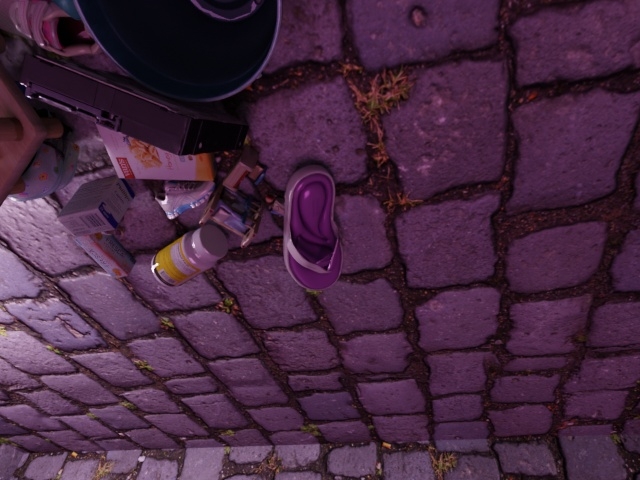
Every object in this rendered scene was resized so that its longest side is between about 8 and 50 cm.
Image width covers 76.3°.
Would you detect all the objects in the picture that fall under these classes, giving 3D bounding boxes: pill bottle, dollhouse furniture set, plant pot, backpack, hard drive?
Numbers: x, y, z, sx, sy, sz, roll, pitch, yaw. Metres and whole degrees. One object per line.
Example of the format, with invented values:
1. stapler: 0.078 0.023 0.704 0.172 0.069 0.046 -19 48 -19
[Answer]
1. pill bottle: -0.365 0.043 1.143 0.208 0.119 0.119 -27 126 28
2. dollhouse furniture set: -0.182 -0.100 0.979 0.129 0.129 0.183 30 129 -23
3. plant pot: -0.174 -0.390 0.607 0.271 0.255 0.272 3 132 3
4. backpack: -0.646 -0.177 0.906 0.165 0.189 0.144 -7 149 9
5. hard drive: -0.274 -0.220 0.694 0.236 0.339 0.064 21 105 -1
6. dollhouse furniture set: -0.609 -0.040 1.110 0.114 0.081 0.091 12 134 -7

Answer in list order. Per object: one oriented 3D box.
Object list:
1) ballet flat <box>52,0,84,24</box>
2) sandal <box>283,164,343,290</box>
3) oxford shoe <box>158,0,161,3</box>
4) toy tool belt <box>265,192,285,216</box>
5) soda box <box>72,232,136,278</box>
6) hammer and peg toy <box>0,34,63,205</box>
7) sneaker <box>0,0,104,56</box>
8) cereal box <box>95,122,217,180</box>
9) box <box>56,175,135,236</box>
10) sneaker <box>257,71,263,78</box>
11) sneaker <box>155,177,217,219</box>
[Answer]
1. ballet flat: -0.365 -0.386 0.674 0.083 0.087 0.247 -4 143 37
2. sandal: -0.014 0.006 1.050 0.169 0.102 0.417 -21 133 -12
3. oxford shoe: -0.291 -0.383 0.756 0.075 0.076 0.212 8 135 10
4. toy tool belt: -0.107 -0.082 1.046 0.083 0.052 0.051 20 124 -13
5. soda box: -0.628 0.029 1.191 0.058 0.063 0.183 -11 132 16
6. hammer and peg toy: -0.636 -0.264 0.712 0.265 0.127 0.361 -33 91 29
7. sneaker: -0.482 -0.396 0.730 0.252 0.111 0.103 6 134 -1
8. cereal box: -0.372 -0.221 0.935 0.240 0.047 0.173 1 133 4
9. box: -0.557 -0.087 1.020 0.126 0.137 0.072 -9 134 14
10. sneaker: -0.166 -0.350 0.798 0.069 0.038 0.098 -20 129 22
11. sneaker: -0.342 -0.121 1.019 0.190 0.071 0.083 -24 122 25
